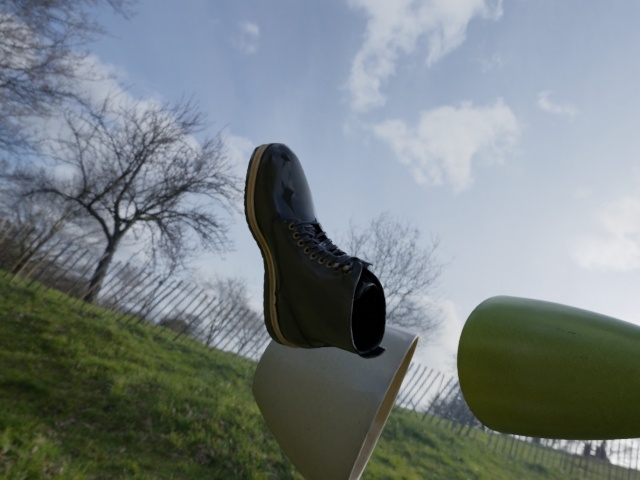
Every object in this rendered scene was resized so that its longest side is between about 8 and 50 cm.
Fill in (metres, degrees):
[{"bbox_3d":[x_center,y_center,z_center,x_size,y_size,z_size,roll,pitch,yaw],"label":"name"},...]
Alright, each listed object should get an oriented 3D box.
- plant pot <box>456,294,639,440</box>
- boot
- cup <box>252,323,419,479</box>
[{"bbox_3d":[0.446,0.229,0.733,0.275,0.275,0.293,35,-22,-17],"label":"plant pot"},{"bbox_3d":[0.000,0.000,0.369,0.137,0.077,0.198,-8,-86,56],"label":"boot"},{"bbox_3d":[0.014,0.277,0.800,0.237,0.331,0.331,24,-24,21],"label":"cup"}]
